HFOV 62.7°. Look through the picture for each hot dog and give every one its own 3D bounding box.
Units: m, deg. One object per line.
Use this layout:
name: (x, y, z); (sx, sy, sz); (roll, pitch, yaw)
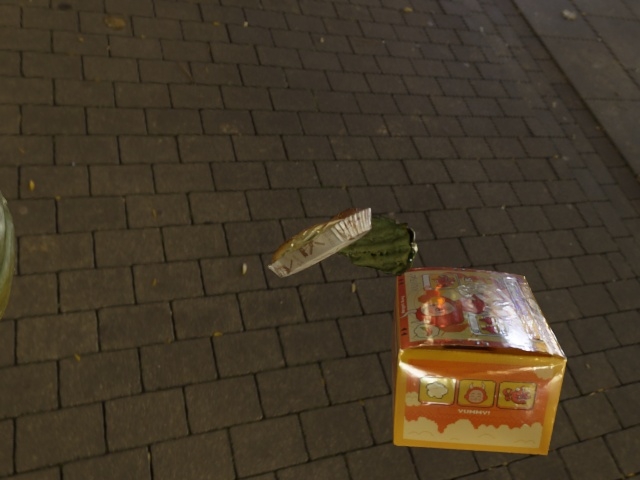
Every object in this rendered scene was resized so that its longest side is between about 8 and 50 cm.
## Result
hot dog: (0.000, 0.000, 0.780); (0.099, 0.192, 0.053); (-26, 84, -50)

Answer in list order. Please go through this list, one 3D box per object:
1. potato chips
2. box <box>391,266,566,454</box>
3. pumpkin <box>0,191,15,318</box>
potato chips: (0.076, 0.009, 0.810); (0.028, 0.207, 0.092); (-15, 98, -33)
box: (0.262, 0.202, 0.958); (0.259, 0.214, 0.283); (1, 24, 7)
pumpkin: (-0.474, 0.036, 0.383); (0.454, 0.454, 0.344); (-12, 68, -25)
